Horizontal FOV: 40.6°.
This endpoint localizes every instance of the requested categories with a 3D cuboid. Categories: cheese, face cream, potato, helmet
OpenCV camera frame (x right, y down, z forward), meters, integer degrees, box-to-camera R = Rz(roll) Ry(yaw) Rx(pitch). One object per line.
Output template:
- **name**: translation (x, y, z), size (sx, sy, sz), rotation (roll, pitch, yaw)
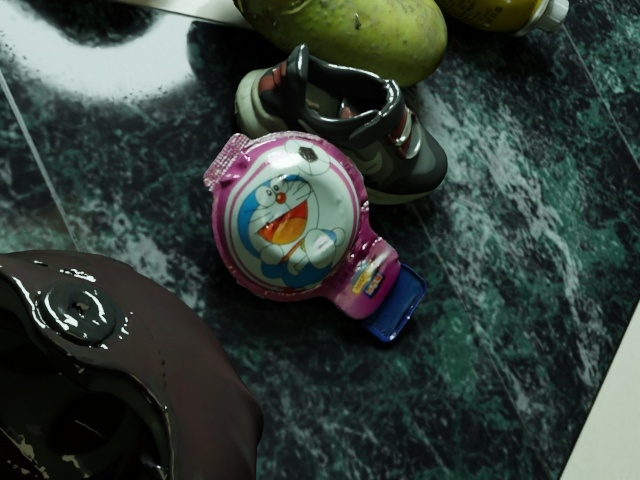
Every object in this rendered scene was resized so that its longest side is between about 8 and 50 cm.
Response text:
- **cheese**: translation (0.000, 0.000, 0.781), size (0.244, 0.062, 0.155), rotation (41, 78, -21)
- **face cream**: translation (0.118, -0.313, 0.935), size (0.348, 0.105, 0.105), rotation (21, 64, -19)
- **potato**: translation (0.022, -0.226, 0.854), size (0.251, 0.113, 0.149), rotation (20, 51, -33)
- **helmet**: translation (-0.161, 0.111, 0.591), size (0.305, 0.225, 0.177), rotation (53, 32, 1)

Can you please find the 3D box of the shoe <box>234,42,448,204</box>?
- **shoe**: translation (0.034, -0.110, 0.817), size (0.227, 0.112, 0.099), rotation (19, 64, -18)
